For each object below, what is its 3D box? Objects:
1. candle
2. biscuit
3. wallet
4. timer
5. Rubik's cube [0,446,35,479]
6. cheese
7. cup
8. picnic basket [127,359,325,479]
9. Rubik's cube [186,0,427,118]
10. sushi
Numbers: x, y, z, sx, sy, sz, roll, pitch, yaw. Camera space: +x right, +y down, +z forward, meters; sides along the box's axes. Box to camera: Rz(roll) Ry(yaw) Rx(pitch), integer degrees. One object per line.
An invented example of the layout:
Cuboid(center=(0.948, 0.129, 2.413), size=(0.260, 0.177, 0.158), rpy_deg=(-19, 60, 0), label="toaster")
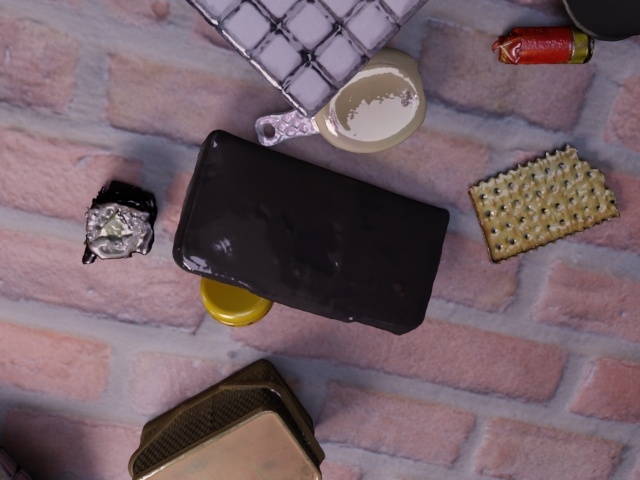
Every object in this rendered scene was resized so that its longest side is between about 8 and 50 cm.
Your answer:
Cuboid(center=(0.289, -0.256, 0.954), size=(0.130, 0.052, 0.052), rpy_deg=(-3, 110, -4), label="candle")
Cuboid(center=(0.322, -0.056, 1.049), size=(0.203, 0.016, 0.144), rpy_deg=(-23, 111, 4), label="biscuit")
Cuboid(center=(0.000, 0.000, 0.979), size=(0.377, 0.051, 0.197), rpy_deg=(17, 84, -18), label="wallet")
Cuboid(center=(-0.115, 0.062, 0.999), size=(0.107, 0.107, 0.109), rpy_deg=(-9, 151, -2), label="timer")
Cuboid(center=(-0.514, 0.446, 1.017), size=(0.318, 0.319, 0.264), rpy_deg=(-14, 86, 0), label="Rubik's cube")
Cuboid(center=(0.025, -0.172, 0.954), size=(0.227, 0.064, 0.137), rpy_deg=(-15, 110, 2), label="cheese")
Cuboid(center=(0.410, -0.338, 0.868), size=(0.223, 0.176, 0.169), rpy_deg=(-31, 97, -16), label="cup")
Cuboid(center=(-0.136, 0.316, 1.075), size=(0.266, 0.139, 0.165), rpy_deg=(-30, 110, 6), label="picnic basket")
Cuboid(center=(-0.020, -0.311, 0.804), size=(0.237, 0.237, 0.238), rpy_deg=(-43, 109, 9), label="Rubik's cube")
Cuboid(center=(-0.267, -0.021, 0.969), size=(0.094, 0.084, 0.098), rpy_deg=(8, 114, -12), label="sushi")
